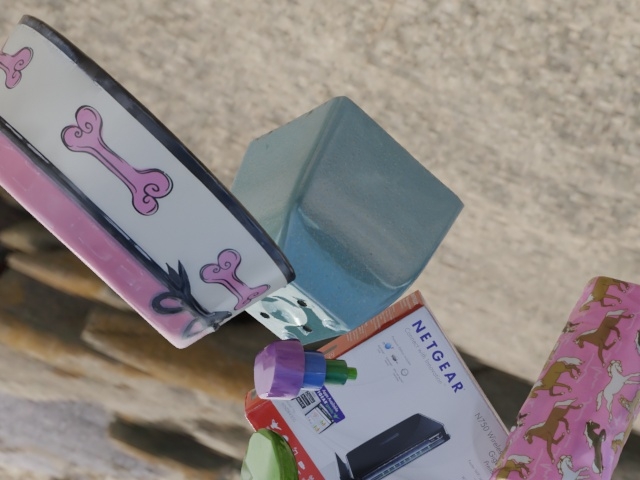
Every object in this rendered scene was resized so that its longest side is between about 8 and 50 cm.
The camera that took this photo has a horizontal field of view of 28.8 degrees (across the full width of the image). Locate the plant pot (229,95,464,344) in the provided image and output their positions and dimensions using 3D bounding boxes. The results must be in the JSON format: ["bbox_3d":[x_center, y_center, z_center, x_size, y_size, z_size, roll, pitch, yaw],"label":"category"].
[{"bbox_3d":[0.000,0.000,1.720,0.248,0.252,0.247,40,147,-21],"label":"plant pot"}]

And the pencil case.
[{"bbox_3d":[0.379,0.234,1.759,0.160,0.386,0.167,20,153,22],"label":"pencil case"}]

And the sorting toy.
[{"bbox_3d":[-0.012,0.287,1.299,0.126,0.366,0.127,6,174,-21],"label":"sorting toy"}]

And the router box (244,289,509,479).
[{"bbox_3d":[0.103,0.290,1.810,0.335,0.301,0.082,56,-173,-13],"label":"router box"}]

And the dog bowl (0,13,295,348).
[{"bbox_3d":[-0.223,-0.047,1.356,0.408,0.150,0.408,43,172,7],"label":"dog bowl"}]
